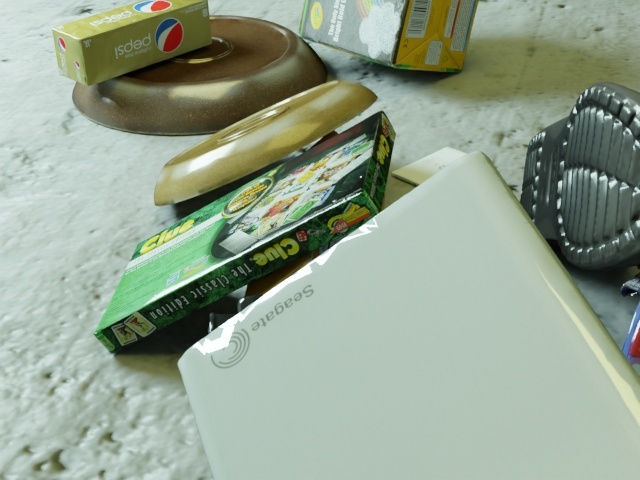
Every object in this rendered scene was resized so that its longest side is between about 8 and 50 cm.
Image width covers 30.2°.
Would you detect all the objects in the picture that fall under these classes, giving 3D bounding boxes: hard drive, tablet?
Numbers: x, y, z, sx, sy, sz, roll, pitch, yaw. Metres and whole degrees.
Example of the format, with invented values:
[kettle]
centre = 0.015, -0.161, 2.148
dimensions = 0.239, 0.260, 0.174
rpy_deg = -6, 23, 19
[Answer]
[hard drive]
centre = 0.065, 0.133, 0.612
dimensions = 0.233, 0.047, 0.353
rpy_deg = -35, 45, 10
[tablet]
centre = 0.119, -0.074, 1.199
dimensions = 0.083, 0.006, 0.054
rpy_deg = -26, 37, -33

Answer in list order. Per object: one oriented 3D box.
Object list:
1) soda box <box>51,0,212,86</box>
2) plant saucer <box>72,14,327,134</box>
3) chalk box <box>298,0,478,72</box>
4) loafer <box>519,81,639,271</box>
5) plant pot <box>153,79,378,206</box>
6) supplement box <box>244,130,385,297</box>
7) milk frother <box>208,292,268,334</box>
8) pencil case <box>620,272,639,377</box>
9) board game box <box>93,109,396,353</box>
[soda box]
centre = -0.216, -0.237, 1.373
dimensions = 0.181, 0.058, 0.061
rpy_deg = -27, 37, -35
[plant saucer]
centre = -0.147, -0.212, 1.432
dimensions = 0.311, 0.050, 0.310
rpy_deg = -2, 29, 1
[chalk box]
centre = 0.068, -0.292, 1.432
dimensions = 0.132, 0.132, 0.213
rpy_deg = -4, 23, -44
[loafer]
centre = 0.246, -0.045, 0.910
dimensions = 0.130, 0.133, 0.366
rpy_deg = 7, 5, -1
[plant pot]
centre = -0.058, -0.099, 1.131
dimensions = 0.236, 0.032, 0.236
rpy_deg = -24, 11, 5
[supplement box]
centre = 0.000, 0.000, 0.989
dimensions = 0.078, 0.080, 0.233
rpy_deg = -39, 18, 25
[milk frother]
centre = -0.007, 0.109, 0.820
dimensions = 0.135, 0.129, 0.143
rpy_deg = -5, 73, -2
[pencil case]
centre = 0.334, 0.108, 0.737
dimensions = 0.306, 0.119, 0.133
rpy_deg = 15, 57, 27
[board game box]
centre = -0.059, -0.007, 0.943
dimensions = 0.260, 0.030, 0.136
rpy_deg = -27, 27, 25
